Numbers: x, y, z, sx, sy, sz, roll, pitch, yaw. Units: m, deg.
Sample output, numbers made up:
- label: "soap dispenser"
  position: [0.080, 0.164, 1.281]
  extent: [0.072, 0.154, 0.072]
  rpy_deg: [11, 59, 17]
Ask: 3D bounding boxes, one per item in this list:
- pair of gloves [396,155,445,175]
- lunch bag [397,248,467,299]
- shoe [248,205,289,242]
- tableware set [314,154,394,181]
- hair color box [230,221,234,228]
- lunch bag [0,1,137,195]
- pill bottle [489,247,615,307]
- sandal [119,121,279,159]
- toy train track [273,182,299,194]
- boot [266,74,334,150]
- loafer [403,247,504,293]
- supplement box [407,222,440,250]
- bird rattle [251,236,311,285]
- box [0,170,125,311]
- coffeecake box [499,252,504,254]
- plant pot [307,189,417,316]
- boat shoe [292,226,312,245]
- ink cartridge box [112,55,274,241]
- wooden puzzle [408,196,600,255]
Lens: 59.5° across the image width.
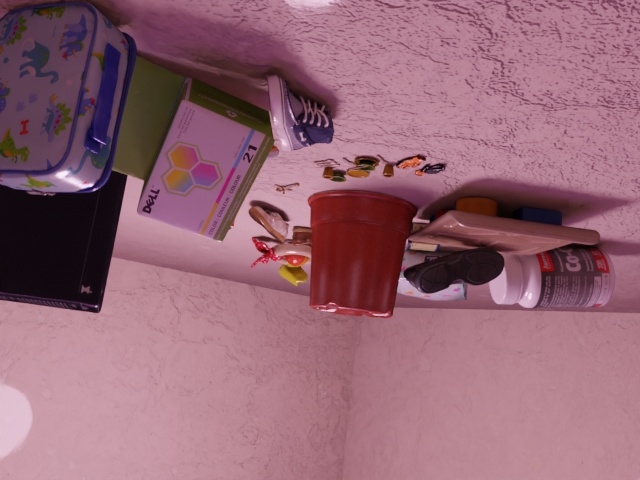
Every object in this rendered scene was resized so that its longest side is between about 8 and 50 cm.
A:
- label: "pair of gloves"
  position: [0.187, -0.137, 1.044]
  extent: [0.083, 0.010, 0.074]
  rpy_deg: [12, 167, -30]
- label: "lunch bag"
  position: [0.366, 0.114, 1.818]
  extent: [0.223, 0.160, 0.262]
  rpy_deg: [4, 174, 19]
- label: "shoe"
  position: [-0.138, -0.056, 1.550]
  extent: [0.076, 0.058, 0.219]
  rpy_deg: [36, 175, 21]
- label: "tableware set"
  position: [0.070, -0.133, 1.097]
  extent: [0.154, 0.024, 0.104]
  rpy_deg: [-1, 167, 32]
- label: "hair color box"
  position: [-0.323, -0.066, 1.616]
  extent: [0.141, 0.043, 0.072]
  rpy_deg: [10, 167, -20]
- label: "lunch bag"
  position: [-0.317, -0.165, 0.667]
  extent: [0.176, 0.219, 0.090]
  rpy_deg: [2, 168, 21]
- label: "pill bottle"
  position: [0.613, 0.100, 1.503]
  extent: [0.283, 0.161, 0.161]
  rpy_deg: [-1, 169, -2]
- label: "sandal"
  position: [-0.192, -0.185, 0.870]
  extent: [0.265, 0.076, 0.102]
  rpy_deg: [7, -164, -13]
- label: "toy train track"
  position: [-0.076, -0.118, 1.285]
  extent: [0.048, 0.014, 0.083]
  rpy_deg: [15, 166, -36]
- label: "boot"
  position: [-0.026, -0.188, 0.815]
  extent: [0.086, 0.069, 0.190]
  rpy_deg: [-8, 170, 2]
- label: "loafer"
  position: [0.327, 0.064, 1.371]
  extent: [0.267, 0.096, 0.084]
  rpy_deg: [-9, -164, -26]
- label: "supplement box"
  position: [0.279, -0.008, 1.509]
  extent: [0.083, 0.056, 0.083]
  rpy_deg: [5, 169, 7]
- label: "bird rattle"
  position: [-0.113, 0.046, 1.975]
  extent: [0.206, 0.143, 0.253]
  rpy_deg: [-14, 146, 31]
- label: "box"
  position: [-0.499, -0.070, 0.936]
  extent: [0.312, 0.343, 0.179]
  rpy_deg: [11, 167, -17]
- label: "coffeecake box"
  position: [0.594, 0.065, 1.657]
  extent: [0.185, 0.068, 0.142]
  rpy_deg: [8, 169, -4]
- label: "plant pot"
  position: [0.088, 0.045, 1.358]
  extent: [0.272, 0.265, 0.272]
  rpy_deg: [7, 169, 1]
- label: "boat shoe"
  position: [0.000, 0.000, 1.707]
  extent: [0.177, 0.060, 0.064]
  rpy_deg: [7, 169, -2]
- label: "ink cartridge box"
  position: [-0.220, -0.130, 0.774]
  extent: [0.255, 0.189, 0.097]
  rpy_deg: [19, -151, -23]
- label: "wooden puzzle"
  position: [0.402, -0.031, 1.292]
  extent: [0.322, 0.081, 0.348]
  rpy_deg: [8, 174, -7]
